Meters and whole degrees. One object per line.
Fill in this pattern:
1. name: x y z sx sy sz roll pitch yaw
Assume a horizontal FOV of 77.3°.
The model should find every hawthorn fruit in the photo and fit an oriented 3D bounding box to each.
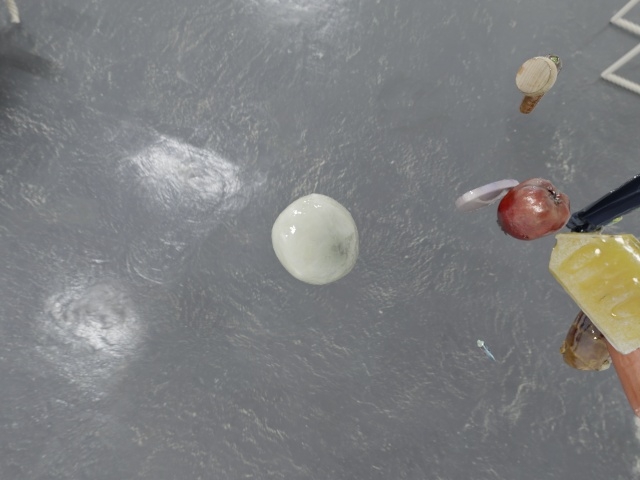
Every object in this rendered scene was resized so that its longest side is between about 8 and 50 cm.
1. hawthorn fruit: 0.624 -0.078 1.198 0.185 0.202 0.185 17 48 -19

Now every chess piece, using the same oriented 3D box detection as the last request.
1. chess piece: 0.484 -0.367 0.899 0.038 0.084 0.083 -12 77 -37

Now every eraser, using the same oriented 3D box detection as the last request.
1. eraser: 0.516 -0.133 1.285 0.243 0.204 0.059 -9 76 -54

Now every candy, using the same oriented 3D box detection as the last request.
1. candy: 0.000 0.000 1.208 0.296 0.185 0.295 -7 103 -29

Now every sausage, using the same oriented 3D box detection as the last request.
1. sausage: 0.764 0.295 0.955 0.114 0.113 0.259 20 44 -4

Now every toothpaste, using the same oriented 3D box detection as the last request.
1. toothpaste: 0.456 0.302 1.103 0.019 0.027 0.083 -39 110 11

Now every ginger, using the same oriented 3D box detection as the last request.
1. ginger: 0.924 0.254 1.228 0.176 0.254 0.417 17 107 -31

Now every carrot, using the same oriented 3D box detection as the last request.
1. carrot: 0.558 -0.394 1.025 0.055 0.161 0.055 0 58 0

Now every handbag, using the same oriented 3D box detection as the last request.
1. handbag: 1.070 -0.121 1.457 0.330 0.303 0.121 -33 73 11

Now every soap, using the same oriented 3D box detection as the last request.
1. soap: 0.591 0.079 0.812 0.080 0.160 0.257 0 50 -43
